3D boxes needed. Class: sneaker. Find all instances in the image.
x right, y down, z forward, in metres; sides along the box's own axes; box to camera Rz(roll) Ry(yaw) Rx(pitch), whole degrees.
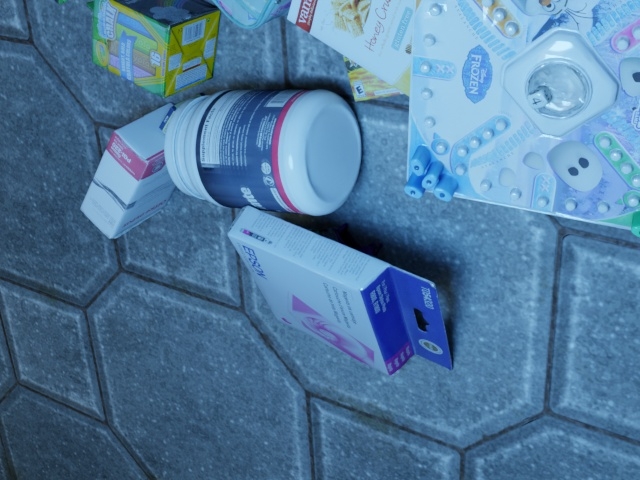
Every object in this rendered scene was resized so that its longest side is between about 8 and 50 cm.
[{"bbox_3d":[0.000,0.000,1.567,0.223,0.083,0.098,25,108,17],"label":"sneaker"}]

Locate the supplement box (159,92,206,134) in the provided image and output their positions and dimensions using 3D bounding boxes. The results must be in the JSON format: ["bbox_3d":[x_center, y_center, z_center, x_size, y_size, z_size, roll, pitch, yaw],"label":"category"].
[{"bbox_3d":[-0.215,-0.197,1.598,0.083,0.083,0.056,47,134,6],"label":"supplement box"}]

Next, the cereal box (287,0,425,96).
[{"bbox_3d":[0.076,-0.322,1.264,0.240,0.047,0.173,34,132,16],"label":"cereal box"}]

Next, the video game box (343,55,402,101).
[{"bbox_3d":[0.116,-0.302,1.312,0.205,0.048,0.187,-3,110,38],"label":"video game box"}]

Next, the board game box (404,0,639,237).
[{"bbox_3d":[0.295,-0.187,1.157,0.389,0.050,0.390,12,128,18],"label":"board game box"}]

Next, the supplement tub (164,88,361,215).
[{"bbox_3d":[-0.090,-0.142,1.460,0.272,0.191,0.191,6,118,35],"label":"supplement tub"}]

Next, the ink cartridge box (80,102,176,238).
[{"bbox_3d":[-0.322,-0.124,1.671,0.092,0.158,0.218,42,132,8],"label":"ink cartridge box"}]

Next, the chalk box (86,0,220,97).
[{"bbox_3d":[-0.292,-0.348,1.539,0.213,0.132,0.132,29,129,23],"label":"chalk box"}]

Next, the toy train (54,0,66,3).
[{"bbox_3d":[-0.469,-0.468,1.680,0.017,0.023,0.083,32,130,19],"label":"toy train"}]

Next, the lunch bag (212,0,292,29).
[{"bbox_3d":[-0.125,-0.457,1.364,0.279,0.108,0.224,47,133,6],"label":"lunch bag"}]

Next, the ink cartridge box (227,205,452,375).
[{"bbox_3d":[0.039,0.103,1.479,0.330,0.071,0.324,24,158,25],"label":"ink cartridge box"}]
